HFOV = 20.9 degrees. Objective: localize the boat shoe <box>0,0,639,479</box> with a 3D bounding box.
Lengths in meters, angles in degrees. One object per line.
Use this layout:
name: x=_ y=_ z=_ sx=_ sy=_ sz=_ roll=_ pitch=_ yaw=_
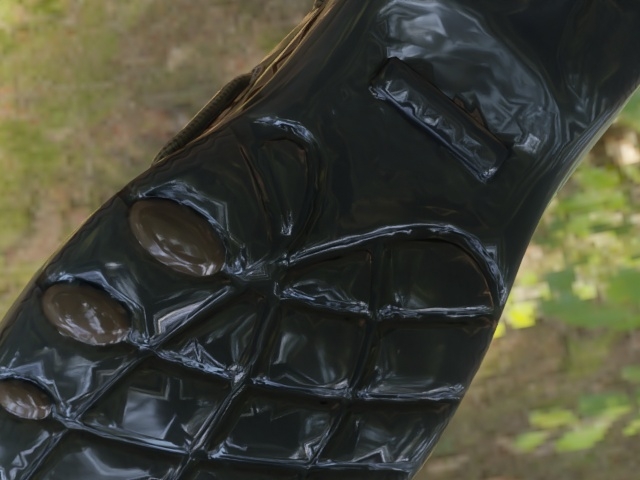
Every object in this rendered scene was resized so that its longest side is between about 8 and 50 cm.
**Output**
boat shoe: x=0.000 y=0.000 z=0.558 sx=0.122 sy=0.324 sz=0.120 roll=43 pitch=163 yaw=-6
